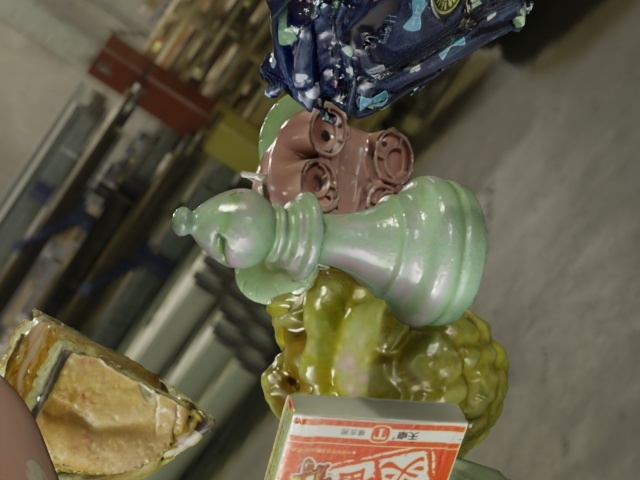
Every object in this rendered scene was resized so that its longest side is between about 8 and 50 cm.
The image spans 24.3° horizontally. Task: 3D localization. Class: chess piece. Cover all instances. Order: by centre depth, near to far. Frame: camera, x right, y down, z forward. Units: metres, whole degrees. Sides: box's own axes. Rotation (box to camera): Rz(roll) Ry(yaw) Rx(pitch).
[{"bbox_3d":[0.000,0.000,1.316,0.139,0.272,0.139,-174,90,-68],"label":"chess piece"}]

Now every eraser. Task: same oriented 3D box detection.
[{"bbox_3d":[0.023,0.236,1.304,0.038,0.157,0.230,-114,34,-55],"label":"eraser"}]

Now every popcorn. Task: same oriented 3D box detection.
[{"bbox_3d":[0.059,0.144,1.497,0.259,0.259,0.212,148,134,-68],"label":"popcorn"}]

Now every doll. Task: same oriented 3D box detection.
[{"bbox_3d":[-0.018,-0.066,1.809,0.268,0.216,0.284,-8,68,49],"label":"doll"}]

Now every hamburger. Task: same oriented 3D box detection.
[{"bbox_3d":[-0.225,0.172,1.470,0.135,0.208,0.155,31,97,54],"label":"hamburger"}]

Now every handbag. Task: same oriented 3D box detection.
[{"bbox_3d":[0.070,-0.197,1.162,0.260,0.113,0.162,-33,-40,-24],"label":"handbag"}]

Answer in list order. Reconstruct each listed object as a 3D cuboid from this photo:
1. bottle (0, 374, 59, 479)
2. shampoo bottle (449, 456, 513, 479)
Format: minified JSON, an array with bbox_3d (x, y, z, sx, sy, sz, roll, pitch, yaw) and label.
[{"bbox_3d":[-0.288,0.185,1.138,0.173,0.296,0.206,-19,-16,-11],"label":"bottle"},{"bbox_3d":[0.200,0.268,1.338,0.234,0.118,0.087,10,32,34],"label":"shampoo bottle"}]
